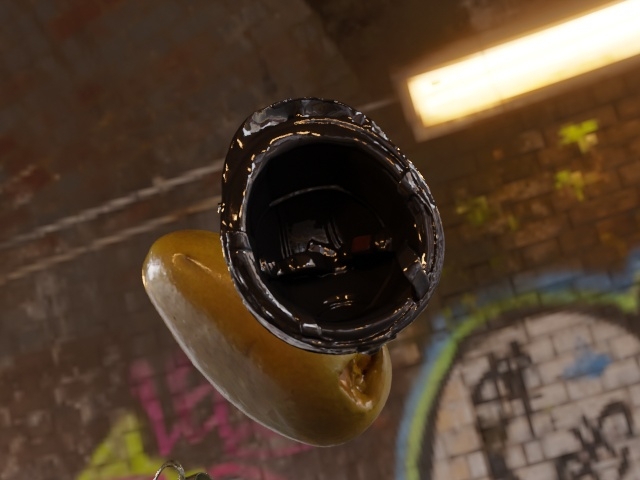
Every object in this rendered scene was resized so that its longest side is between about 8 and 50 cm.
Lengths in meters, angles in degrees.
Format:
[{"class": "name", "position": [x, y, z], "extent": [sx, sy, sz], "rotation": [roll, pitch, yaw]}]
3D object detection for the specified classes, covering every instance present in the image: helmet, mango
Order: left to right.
[{"class": "mango", "position": [-0.074, 0.121, 1.837], "extent": [0.365, 0.182, 0.253], "rotation": [35, -25, -12]}, {"class": "helmet", "position": [0.000, 0.000, 1.537], "extent": [0.230, 0.279, 0.160], "rotation": [-18, -17, -14]}]

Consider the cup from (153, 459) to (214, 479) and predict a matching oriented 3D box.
[{"class": "cup", "position": [-0.164, 0.287, 1.586], "extent": [0.083, 0.054, 0.075], "rotation": [-20, -51, 21]}]
